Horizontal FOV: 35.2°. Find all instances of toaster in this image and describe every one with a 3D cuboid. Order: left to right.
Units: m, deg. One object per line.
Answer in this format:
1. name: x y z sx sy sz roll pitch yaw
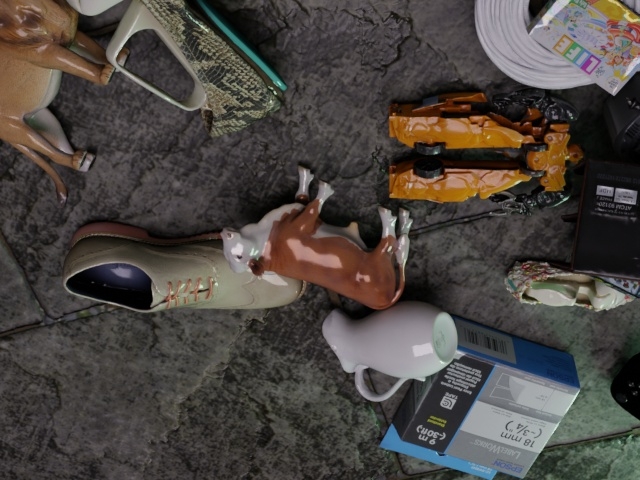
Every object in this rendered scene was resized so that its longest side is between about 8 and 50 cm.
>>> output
1. toaster: 0.500 -0.154 1.460 0.227 0.146 0.129 33 117 -17

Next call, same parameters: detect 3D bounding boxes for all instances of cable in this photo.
1. cable: 0.339 -0.335 1.391 0.257 0.089 0.257 -15 119 12

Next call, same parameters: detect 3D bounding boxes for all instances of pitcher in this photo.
1. pitcher: 0.125 0.187 1.670 0.207 0.125 0.177 -8 114 37

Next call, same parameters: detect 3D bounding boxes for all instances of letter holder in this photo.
1. letter holder: 0.487 -0.011 1.391 0.302 0.214 0.152 8 90 3

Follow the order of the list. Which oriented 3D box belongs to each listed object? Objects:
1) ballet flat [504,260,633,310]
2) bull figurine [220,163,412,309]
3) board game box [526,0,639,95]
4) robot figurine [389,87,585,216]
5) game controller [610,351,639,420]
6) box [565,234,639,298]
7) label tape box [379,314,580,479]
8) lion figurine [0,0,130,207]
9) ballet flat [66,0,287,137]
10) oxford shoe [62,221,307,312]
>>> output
1. ballet flat: 0.423 0.083 1.653 0.241 0.077 0.091 1 121 1
2. bull figurine: 0.000 0.000 1.585 0.310 0.101 0.188 21 103 -15
3. board game box: 0.370 -0.278 1.354 0.154 0.026 0.103 31 119 -14
4. robot figurine: 0.248 -0.138 1.519 0.291 0.085 0.211 0 122 3
5. game controller: 0.646 0.310 1.698 0.319 0.067 0.166 36 154 16
6. box: 0.466 0.024 1.612 0.137 0.027 0.094 24 78 -12
7. label tape box: 0.273 0.318 1.790 0.241 0.106 0.333 18 121 -8
8. lion figurine: -0.421 -0.236 1.460 0.240 0.142 0.392 25 123 -6
9. ballet flat: -0.219 -0.304 1.329 0.182 0.164 0.483 -35 134 2
10. oxford shoe: -0.219 0.072 1.633 0.397 0.146 0.140 4 119 -1
